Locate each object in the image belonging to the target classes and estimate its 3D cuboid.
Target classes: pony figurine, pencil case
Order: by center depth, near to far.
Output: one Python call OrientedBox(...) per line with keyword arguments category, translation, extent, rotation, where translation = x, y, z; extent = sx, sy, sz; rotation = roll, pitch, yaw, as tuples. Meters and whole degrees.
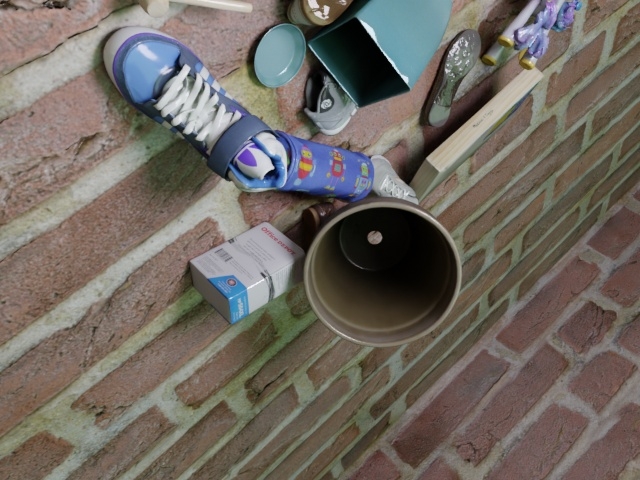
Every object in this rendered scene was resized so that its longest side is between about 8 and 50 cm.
OrientedBox(category="pencil case", translation=(-0.014, -0.150, 1.301), extent=(0.306, 0.133, 0.119), rotation=(4, 81, -52))
OrientedBox(category="pony figurine", translation=(0.551, -0.600, 1.464), extent=(0.363, 0.303, 0.351), rotation=(-59, 178, 4))

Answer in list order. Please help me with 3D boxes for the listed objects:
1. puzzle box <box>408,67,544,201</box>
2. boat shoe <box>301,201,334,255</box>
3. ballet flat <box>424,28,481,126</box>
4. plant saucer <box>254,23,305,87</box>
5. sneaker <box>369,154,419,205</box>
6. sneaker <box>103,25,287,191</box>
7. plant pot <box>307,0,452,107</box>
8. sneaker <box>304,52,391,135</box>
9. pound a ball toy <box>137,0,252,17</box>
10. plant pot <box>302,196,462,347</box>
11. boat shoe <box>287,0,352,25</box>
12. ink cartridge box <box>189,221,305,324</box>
OrientedBox(category="puzzle box", translation=(0.400, -0.271, 1.643), extent=(0.409, 0.052, 0.272), rotation=(-42, 171, -16))
OrientedBox(category="boat shoe", translation=(0.000, 0.000, 1.498), extent=(0.073, 0.073, 0.207), rotation=(-24, 138, -33))
OrientedBox(category="ballet flat", translation=(0.322, -0.404, 1.529), extent=(0.084, 0.058, 0.250), rotation=(15, 107, -17))
OrientedBox(category="plant saucer", translation=(-0.079, -0.343, 1.131), extent=(0.119, 0.021, 0.119), rotation=(-30, 140, -28))
OrientedBox(category="sneaker", translation=(0.189, -0.128, 1.560), extent=(0.099, 0.121, 0.262), rotation=(-55, 146, 3))
OrientedBox(category="sneaker", translation=(-0.168, -0.191, 0.973), extent=(0.130, 0.236, 0.323), rotation=(-51, 147, -2))
OrientedBox(category="plant pot", translation=(0.134, -0.403, 1.162), extent=(0.166, 0.165, 0.234), rotation=(47, 67, -22))
OrientedBox(category="sneaker", translation=(0.050, -0.329, 1.244), extent=(0.228, 0.086, 0.132), rotation=(-54, 144, 5))
OrientedBox(category="pound a ball toy", translation=(-0.120, -0.453, 0.914), extent=(0.319, 0.136, 0.208), rotation=(-17, 159, -41))
OrientedBox(category="plant pot", translation=(0.131, 0.032, 1.373), extent=(0.280, 0.323, 0.323), rotation=(-82, -163, -71))
OrientedBox(category="boat shoe", translation=(0.051, -0.493, 1.105), extent=(0.285, 0.089, 0.104), rotation=(-44, 120, -16))
OrientedBox(category="ink cartridge box", translation=(-0.152, 0.064, 1.309), extent=(0.203, 0.148, 0.086), rotation=(-29, 139, -30))
